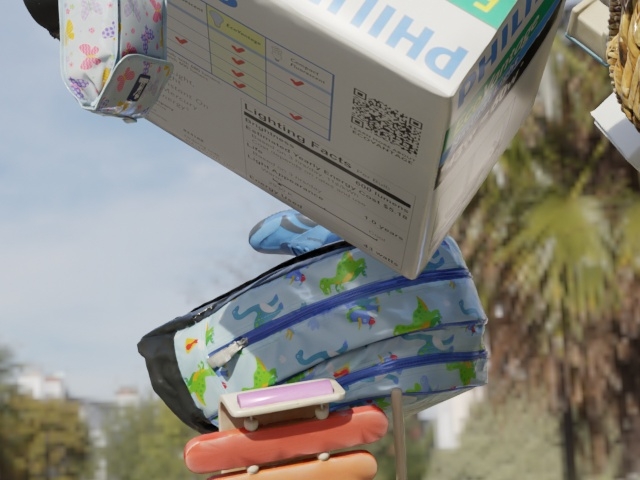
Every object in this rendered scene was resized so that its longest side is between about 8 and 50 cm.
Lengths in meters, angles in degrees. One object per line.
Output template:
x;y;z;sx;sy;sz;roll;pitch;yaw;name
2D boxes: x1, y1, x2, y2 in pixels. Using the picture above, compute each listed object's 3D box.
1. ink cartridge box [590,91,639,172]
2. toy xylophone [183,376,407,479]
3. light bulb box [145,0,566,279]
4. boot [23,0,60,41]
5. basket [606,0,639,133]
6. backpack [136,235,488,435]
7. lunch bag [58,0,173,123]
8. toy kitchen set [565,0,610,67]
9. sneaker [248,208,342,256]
0.495;-0.155;1.760;0.223;0.129;0.307;39;-76;-25;ink cartridge box
-0.009;0.263;1.624;0.236;0.323;0.081;-15;29;-9;toy xylophone
0.000;-0.199;1.316;0.358;0.225;0.361;31;-20;10;light bulb box
-0.186;-0.245;1.730;0.207;0.094;0.246;2;-19;34;boot
0.418;-0.169;1.483;0.299;0.214;0.223;5;28;-18;basket
0.022;0.114;1.807;0.355;0.273;0.290;-40;-28;25;backpack
-0.129;-0.119;1.011;0.053;0.083;0.071;-1;-4;23;lunch bag
0.408;-0.340;2.201;0.207;0.166;0.122;-37;-30;-18;toy kitchen set
0.000;0.000;2.079;0.209;0.082;0.069;-11;-23;21;sneaker
